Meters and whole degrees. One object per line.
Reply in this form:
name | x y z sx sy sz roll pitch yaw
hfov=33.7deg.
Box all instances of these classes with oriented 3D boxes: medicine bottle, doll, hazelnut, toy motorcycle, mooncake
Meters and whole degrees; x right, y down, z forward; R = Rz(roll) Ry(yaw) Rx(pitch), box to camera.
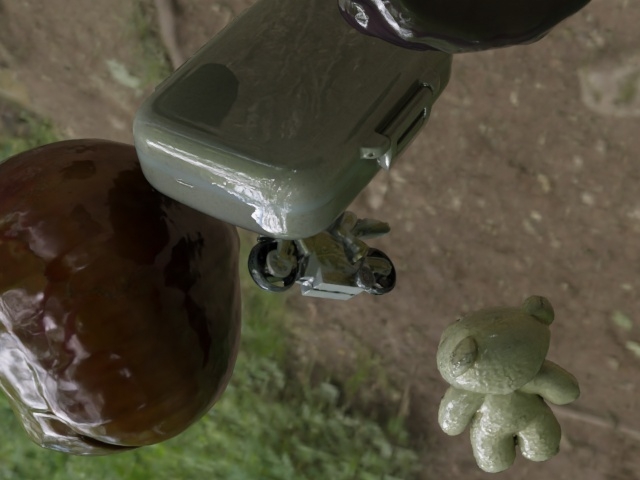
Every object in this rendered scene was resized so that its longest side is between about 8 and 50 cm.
medicine bottle | -0.021 -0.164 1.199 0.282 0.375 0.123 21 138 24
doll | 0.241 0.200 1.433 0.149 0.175 0.278 27 142 48
hazelnut | -0.267 0.074 1.291 0.359 0.359 0.409 9 139 37
toy motorcycle | 0.000 0.000 1.260 0.228 0.151 0.074 2 155 -39
mooncake | 0.116 -0.295 0.889 0.283 0.283 0.141 20 -171 -18
